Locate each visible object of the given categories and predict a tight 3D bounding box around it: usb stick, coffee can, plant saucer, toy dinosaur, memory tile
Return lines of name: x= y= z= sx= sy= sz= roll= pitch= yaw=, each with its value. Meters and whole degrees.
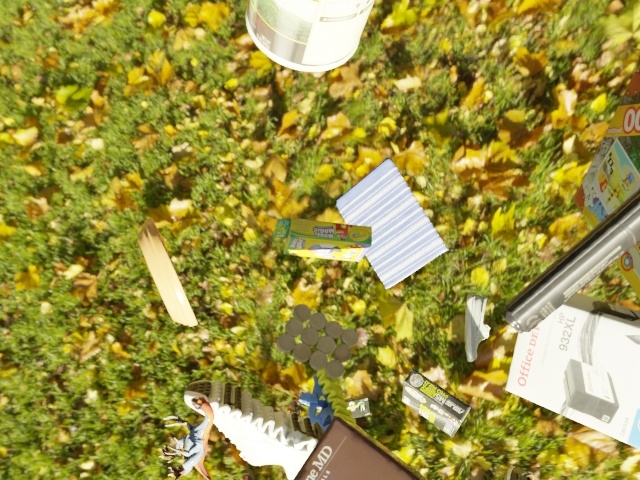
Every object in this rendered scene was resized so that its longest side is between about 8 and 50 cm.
usb stick: x=0.373 y=0.027 z=0.752 sx=0.278 sy=0.077 sz=0.045 roll=-44 pitch=52 yaw=10
coffee can: x=0.001 y=-0.418 z=0.794 sx=0.202 sy=0.275 sz=0.201 roll=4 pitch=68 yaw=-11
plant saucer: x=-0.265 y=0.058 z=0.916 sx=0.037 sy=0.200 sz=0.200 roll=-24 pitch=63 yaw=-15
toy dinosaur: x=-0.117 y=0.182 z=0.502 sx=0.082 sy=0.090 sz=0.047 roll=-45 pitch=50 yaw=12
memory tile: x=-0.005 y=0.202 z=1.075 sx=0.148 sy=0.012 sz=0.113 roll=28 pitch=59 yaw=-1

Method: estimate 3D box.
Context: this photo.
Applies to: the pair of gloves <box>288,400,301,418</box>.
pair of gloves: x=-0.085 y=0.563 z=1.720 sx=0.010 sy=0.083 sz=0.074 roll=7 pitch=35 yaw=-25

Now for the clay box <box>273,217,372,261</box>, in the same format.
clay box: x=0.000 y=0.000 z=1.278 sx=0.222 sy=0.127 sz=0.053 roll=5 pitch=68 yaw=-8

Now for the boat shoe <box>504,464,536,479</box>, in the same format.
boat shoe: x=0.529 y=0.658 z=1.431 sx=0.079 sy=0.233 sz=0.084 roll=15 pitch=87 yaw=29

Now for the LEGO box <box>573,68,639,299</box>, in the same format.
LEGO box: x=0.782 y=-0.075 z=1.116 sx=0.193 sy=0.372 sz=0.500 roll=1 pitch=41 yaw=-5

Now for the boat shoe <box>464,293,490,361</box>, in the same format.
boat shoe: x=0.523 y=0.289 z=1.782 sx=0.081 sy=0.079 sz=0.227 roll=2 pitch=74 yaw=13

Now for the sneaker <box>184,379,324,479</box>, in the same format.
sneaker: x=-0.138 y=0.369 z=1.042 sx=0.292 sy=0.110 sz=0.118 roll=28 pitch=97 yaw=-6

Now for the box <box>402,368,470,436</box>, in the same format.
box: x=0.385 y=0.558 z=1.826 sx=0.216 sy=0.270 sz=0.060 roll=32 pitch=68 yaw=22

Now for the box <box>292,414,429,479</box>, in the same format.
box: x=0.133 y=0.463 z=0.820 sx=0.381 sy=0.143 sz=0.191 roll=29 pitch=77 yaw=29

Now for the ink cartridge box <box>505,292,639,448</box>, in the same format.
ink cartridge box: x=0.550 y=0.241 z=1.049 sx=0.308 sy=0.129 sz=0.223 roll=19 pitch=107 yaw=39

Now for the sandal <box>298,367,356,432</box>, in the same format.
sandal: x=0.023 y=0.554 z=1.679 sx=0.138 sy=0.126 sz=0.317 roll=-36 pitch=40 yaw=9

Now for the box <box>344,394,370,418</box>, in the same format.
box: x=0.123 y=0.585 z=1.881 sx=0.083 sy=0.052 sz=0.062 roll=-8 pitch=87 yaw=-19

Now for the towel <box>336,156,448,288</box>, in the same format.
towel: x=0.206 y=-0.052 z=1.621 sx=0.243 sy=0.040 sz=0.336 roll=-39 pitch=72 yaw=32
